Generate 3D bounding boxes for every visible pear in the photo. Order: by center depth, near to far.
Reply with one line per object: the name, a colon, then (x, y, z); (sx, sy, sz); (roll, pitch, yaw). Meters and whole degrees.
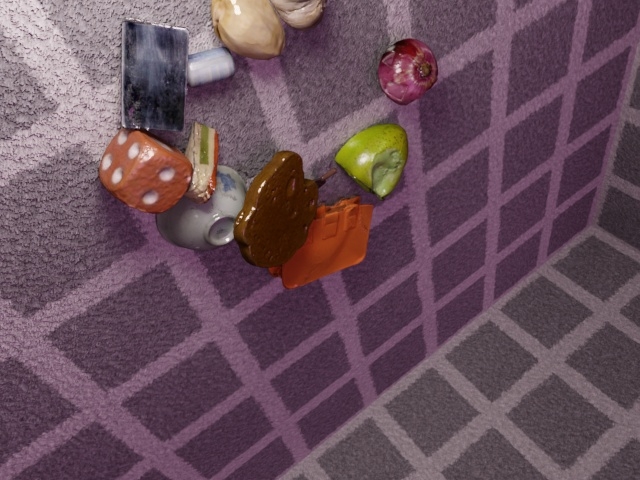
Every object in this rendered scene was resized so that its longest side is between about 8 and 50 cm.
pear: (0.226, -0.297, 2.018); (0.292, 0.159, 0.292); (-25, 135, -28)

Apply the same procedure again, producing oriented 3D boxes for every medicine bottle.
medicine bottle: (-0.326, -0.439, 1.428); (0.203, 0.083, 0.083); (-22, 136, -22)

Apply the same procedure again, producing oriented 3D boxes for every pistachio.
pistachio: (-0.183, -0.550, 1.412); (0.157, 0.157, 0.229); (-54, 148, 10)

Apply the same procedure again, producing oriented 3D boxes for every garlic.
garlic: (-0.062, -0.652, 1.411); (0.152, 0.227, 0.227); (2, 136, 9)

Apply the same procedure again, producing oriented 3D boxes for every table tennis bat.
table tennis bat: (-0.031, -0.247, 1.938); (0.170, 0.119, 0.107); (-31, 167, 28)

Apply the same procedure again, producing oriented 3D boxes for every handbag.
handbag: (0.000, 0.000, 2.107); (0.410, 0.116, 0.303); (-19, 131, -32)

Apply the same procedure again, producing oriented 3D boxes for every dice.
dice: (-0.461, -0.183, 1.458); (0.179, 0.174, 0.175); (-52, 143, 5)

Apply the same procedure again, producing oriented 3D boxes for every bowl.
bowl: (-0.331, -0.068, 1.705); (0.313, 0.146, 0.313); (-24, 136, -26)

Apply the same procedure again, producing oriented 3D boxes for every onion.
onion: (0.282, -0.567, 1.822); (0.207, 0.200, 0.200); (-32, 142, 4)

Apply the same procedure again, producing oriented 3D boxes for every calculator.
calculator: (-0.405, -0.396, 1.353); (0.161, 0.021, 0.261); (4, 111, -15)

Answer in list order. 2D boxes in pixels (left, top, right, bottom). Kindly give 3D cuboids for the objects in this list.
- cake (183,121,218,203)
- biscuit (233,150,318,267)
cake: (-0.328, -0.215, 1.546); (0.086, 0.117, 0.220); (19, 90, -43)
biscuit: (-0.132, -0.098, 1.771); (0.359, 0.074, 0.381); (0, 103, -58)
